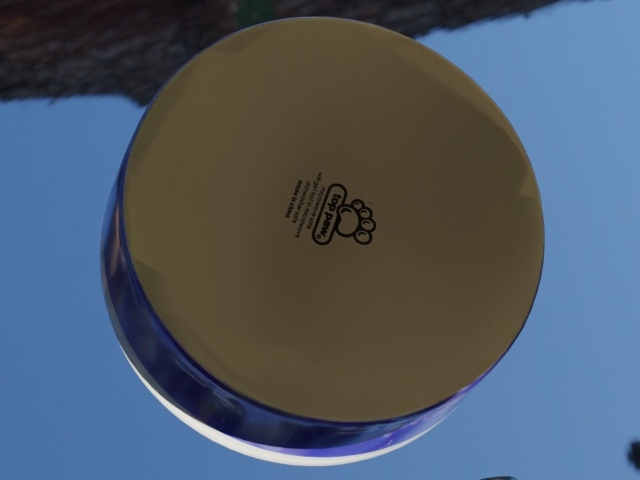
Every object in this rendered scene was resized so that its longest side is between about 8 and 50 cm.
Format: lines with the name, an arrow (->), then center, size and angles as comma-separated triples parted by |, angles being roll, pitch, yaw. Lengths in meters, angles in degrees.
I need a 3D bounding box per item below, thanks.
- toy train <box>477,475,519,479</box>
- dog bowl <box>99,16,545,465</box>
toy train -> 0.053, 0.176, 0.633 | 0.125, 0.046, 0.166 | -6, -87, -29
dog bowl -> 0.000, 0.000, 1.069 | 0.265, 0.104, 0.265 | 4, -110, -11
